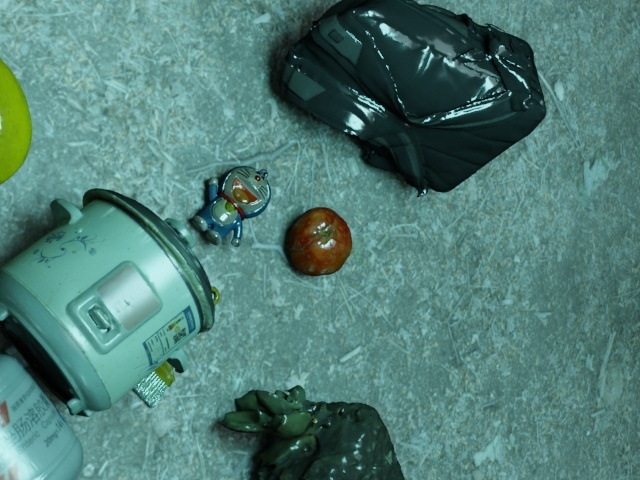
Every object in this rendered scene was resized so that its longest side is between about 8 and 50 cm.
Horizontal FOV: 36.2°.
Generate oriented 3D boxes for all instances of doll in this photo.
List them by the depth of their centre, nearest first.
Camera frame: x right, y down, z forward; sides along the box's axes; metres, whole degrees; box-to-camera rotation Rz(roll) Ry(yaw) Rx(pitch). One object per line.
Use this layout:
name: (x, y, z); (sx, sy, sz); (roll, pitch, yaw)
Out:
doll: (-0.139, -0.064, 1.608); (0.152, 0.085, 0.114); (-45, 95, -17)

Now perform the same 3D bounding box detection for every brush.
brush: (-0.230, 0.160, 1.578); (0.082, 0.010, 0.218); (50, 62, -24)

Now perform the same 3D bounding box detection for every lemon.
lemon: (-0.475, -0.169, 1.309); (0.170, 0.170, 0.207); (-24, 103, -34)

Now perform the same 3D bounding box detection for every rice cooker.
rice cooker: (-0.298, 0.079, 1.377); (0.316, 0.264, 0.317); (5, 79, -26)

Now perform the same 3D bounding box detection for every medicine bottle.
medicine bottle: (-0.481, 0.238, 1.250); (0.245, 0.245, 0.306); (-41, 103, -29)

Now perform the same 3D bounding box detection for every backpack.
backpack: (0.148, -0.262, 1.683); (0.445, 0.363, 0.255); (22, 52, -22)

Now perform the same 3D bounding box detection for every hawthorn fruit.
hawthorn fruit: (0.000, 0.000, 1.688); (0.128, 0.128, 0.128); (1, 88, -36)

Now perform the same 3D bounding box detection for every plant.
plant: (-0.008, 0.349, 1.608); (0.213, 0.215, 0.312); (-43, 107, -40)
